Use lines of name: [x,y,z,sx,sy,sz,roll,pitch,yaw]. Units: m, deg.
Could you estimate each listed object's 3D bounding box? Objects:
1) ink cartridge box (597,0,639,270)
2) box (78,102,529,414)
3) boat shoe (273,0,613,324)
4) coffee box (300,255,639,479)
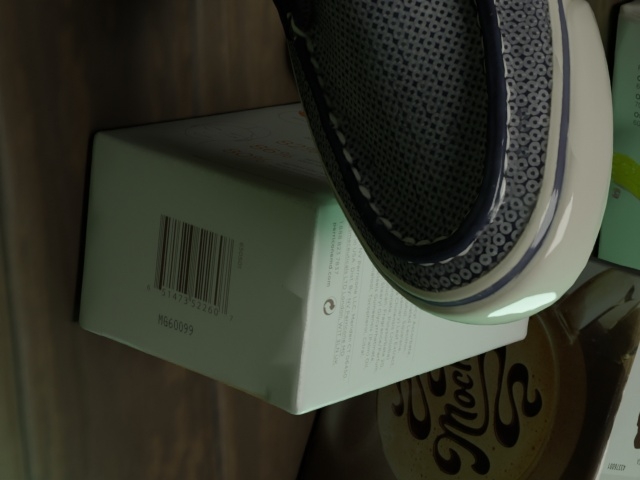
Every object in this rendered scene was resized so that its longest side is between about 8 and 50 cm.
ink cartridge box: [0.285,-0.035,1.171,0.171,0.168,0.232,-25,125,-43]
box: [0.000,0.000,0.853,0.170,0.130,0.091,-12,114,-49]
boat shoe: [-0.005,-0.135,0.706,0.158,0.127,0.340,15,53,-49]
coffee box: [0.085,0.146,0.996,0.119,0.168,0.297,13,95,-53]
